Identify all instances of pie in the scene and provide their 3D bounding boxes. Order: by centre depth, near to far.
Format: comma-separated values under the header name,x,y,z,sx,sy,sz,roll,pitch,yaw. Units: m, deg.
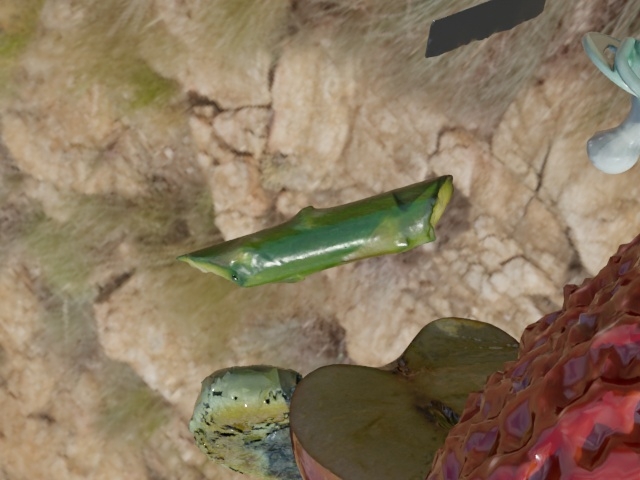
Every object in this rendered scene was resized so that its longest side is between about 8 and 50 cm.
name,x,y,z,sx,sy,sz,roll,pitch,yaw
pie,-0.055,0.309,1.567,0.296,0.078,0.371,-25,133,39

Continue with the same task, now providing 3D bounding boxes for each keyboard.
name,x,y,z,sx,sy,sz,roll,pitch,yaw
keyboard,0.232,-0.311,1.370,0.015,0.196,0.074,56,161,32

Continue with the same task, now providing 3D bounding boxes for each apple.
name,x,y,z,sx,sy,sz,roll,pitch,yaw
apple,0.157,0.259,1.280,0.295,0.328,0.365,35,-179,-42

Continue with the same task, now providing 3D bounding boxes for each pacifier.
name,x,y,z,sx,sy,sz,roll,pitch,yaw
pacifier,0.591,-0.231,1.806,0.343,0.288,0.269,36,120,9

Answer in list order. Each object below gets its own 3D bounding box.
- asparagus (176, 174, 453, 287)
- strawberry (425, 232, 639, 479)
name,x,y,z,sx,sy,sz,roll,pitch,yaw
asparagus,0.000,0.000,1.159,0.082,0.343,0.085,74,179,-81
strawberry,0.207,0.104,0.416,0.312,0.351,0.267,29,170,-19
